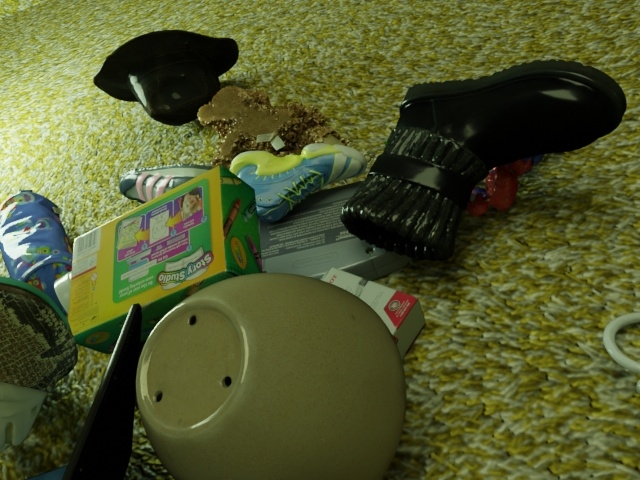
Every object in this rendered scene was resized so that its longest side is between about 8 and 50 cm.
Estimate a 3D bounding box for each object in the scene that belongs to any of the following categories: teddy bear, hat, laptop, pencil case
[{"bbox_3d":[-0.091,-0.185,1.246,0.338,0.113,0.245,18,65,28],"label":"teddy bear"},{"bbox_3d":[-0.323,-0.331,1.422,0.332,0.331,0.133,-19,84,7],"label":"hat"},{"bbox_3d":[-0.362,0.323,0.700,0.237,0.407,0.382,9,29,-7],"label":"laptop"},{"bbox_3d":[-0.533,0.018,1.224,0.133,0.119,0.306,-30,43,-15],"label":"pencil case"}]

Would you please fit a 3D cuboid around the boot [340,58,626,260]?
[{"bbox_3d":[0.211,-0.097,0.877,0.348,0.131,0.260,2,55,45],"label":"boot"}]

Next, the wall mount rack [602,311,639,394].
[{"bbox_3d":[0.452,0.123,0.624,0.350,0.130,0.304,12,37,33],"label":"wall mount rack"}]

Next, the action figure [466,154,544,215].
[{"bbox_3d":[0.296,-0.146,1.025,0.139,0.091,0.280,29,63,34],"label":"action figure"}]

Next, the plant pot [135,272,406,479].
[{"bbox_3d":[-0.077,0.151,0.669,0.284,0.191,0.283,-12,64,25],"label":"plant pot"}]

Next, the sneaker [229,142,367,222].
[{"bbox_3d":[-0.041,-0.086,1.065,0.240,0.091,0.126,-2,67,21],"label":"sneaker"}]

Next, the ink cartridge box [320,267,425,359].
[{"bbox_3d":[0.052,0.114,0.900,0.151,0.063,0.109,18,59,36],"label":"ink cartridge box"}]

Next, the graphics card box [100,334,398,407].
[{"bbox_3d":[-0.109,0.163,0.861,0.371,0.094,0.232,18,78,37],"label":"graphics card box"}]

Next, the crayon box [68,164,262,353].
[{"bbox_3d":[-0.217,0.032,0.881,0.279,0.081,0.165,-23,56,22],"label":"crayon box"}]

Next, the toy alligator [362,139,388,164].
[{"bbox_3d":[0.156,-0.184,1.157,0.190,0.056,0.051,-26,1,1],"label":"toy alligator"}]

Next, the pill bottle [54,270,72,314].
[{"bbox_3d":[-0.332,0.055,1.094,0.209,0.119,0.119,-32,43,-7],"label":"pill bottle"}]

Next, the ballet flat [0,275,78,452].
[{"bbox_3d":[-0.419,0.192,0.843,0.483,0.164,0.181,143,138,-60],"label":"ballet flat"}]

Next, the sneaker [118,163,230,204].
[{"bbox_3d":[-0.288,-0.071,1.213,0.319,0.112,0.130,1,90,47],"label":"sneaker"}]

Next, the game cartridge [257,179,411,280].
[{"bbox_3d":[0.000,0.000,1.045,0.295,0.060,0.196,-13,41,13],"label":"game cartridge"}]
